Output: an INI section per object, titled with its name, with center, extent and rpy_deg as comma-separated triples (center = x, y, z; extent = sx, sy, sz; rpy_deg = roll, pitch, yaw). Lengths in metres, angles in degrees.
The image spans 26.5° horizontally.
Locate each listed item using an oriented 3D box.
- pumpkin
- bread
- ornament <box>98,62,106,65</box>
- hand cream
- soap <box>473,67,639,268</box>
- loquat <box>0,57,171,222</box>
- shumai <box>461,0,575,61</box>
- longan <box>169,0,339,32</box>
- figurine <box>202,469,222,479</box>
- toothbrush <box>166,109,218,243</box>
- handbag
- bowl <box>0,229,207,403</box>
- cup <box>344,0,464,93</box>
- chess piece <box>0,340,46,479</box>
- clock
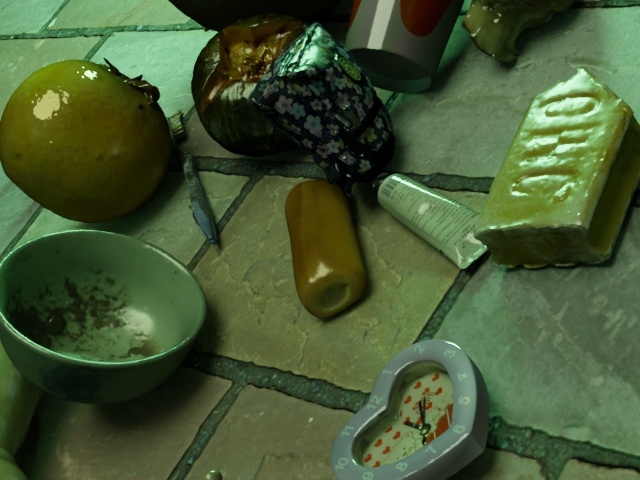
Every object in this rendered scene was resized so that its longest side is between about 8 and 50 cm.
[pumpkin]
center = -0.080, -0.232, 2.055
extent = 0.238, 0.159, 0.238
rpy_deg = -8, 55, 12
[bread]
center = 0.000, 0.000, 1.789
extent = 0.092, 0.074, 0.239
rpy_deg = -35, 33, 16
[ornament]
center = -0.464, -0.220, 2.499
extent = 0.245, 0.061, 0.230
rpy_deg = -43, 32, -2
[hand cream]
center = 0.143, -0.032, 1.717
extent = 0.080, 0.050, 0.234
rpy_deg = -41, 38, -10
[soap]
center = 0.295, -0.089, 1.597
extent = 0.160, 0.080, 0.257
rpy_deg = -4, 48, 41
[loquat]
center = -0.364, -0.163, 2.164
extent = 0.275, 0.275, 0.275
rpy_deg = -26, 36, 21
[shumai]
center = 0.253, -0.342, 1.882
extent = 0.161, 0.209, 0.153
rpy_deg = 54, 135, 49
[longan]
center = -0.105, -0.525, 2.200
extent = 0.404, 0.404, 0.436
rpy_deg = -41, 28, -1
[figurine]
center = -0.135, 0.359, 1.430
extent = 0.215, 0.187, 0.344
rpy_deg = -43, 25, -26
[toothbrush]
center = -0.204, -0.102, 2.136
extent = 0.042, 0.035, 0.413
rpy_deg = -33, 34, 6
[handbag]
center = 0.014, -0.175, 1.852
extent = 0.127, 0.208, 0.228
rpy_deg = -40, 13, 25
[bowl]
center = -0.305, 0.126, 1.832
extent = 0.289, 0.146, 0.289
rpy_deg = 10, 34, -7
[cup]
center = 0.134, -0.371, 1.962
extent = 0.203, 0.203, 0.288
rpy_deg = 0, 67, 44
[chess piece]
center = -0.468, 0.283, 1.810
extent = 0.234, 0.234, 0.442
rpy_deg = -32, 40, 13
[clock]
center = 0.113, 0.204, 1.453
extent = 0.172, 0.064, 0.198
rpy_deg = 10, 58, 49
